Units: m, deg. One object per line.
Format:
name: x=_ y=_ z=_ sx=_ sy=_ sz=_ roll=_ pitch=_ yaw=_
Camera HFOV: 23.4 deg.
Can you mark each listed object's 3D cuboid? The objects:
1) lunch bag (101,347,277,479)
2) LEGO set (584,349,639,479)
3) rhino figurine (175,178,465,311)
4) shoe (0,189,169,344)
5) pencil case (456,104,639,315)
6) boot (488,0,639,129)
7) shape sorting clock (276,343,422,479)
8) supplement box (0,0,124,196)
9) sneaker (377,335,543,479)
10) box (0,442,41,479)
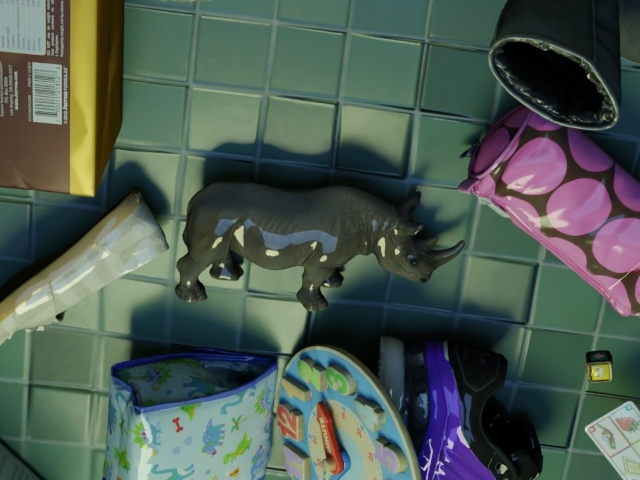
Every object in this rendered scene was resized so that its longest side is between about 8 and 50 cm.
lunch bag: x=-0.112 y=0.169 z=1.379 sx=0.151 sy=0.096 sz=0.129 roll=-7 pitch=120 yaw=-26
LEGO set: x=0.332 y=0.169 z=1.308 sx=0.182 sy=0.060 sz=0.244 roll=-34 pitch=105 yaw=17
rhino figurine: x=0.000 y=0.000 z=1.298 sx=0.243 sy=0.073 sz=0.106 roll=2 pitch=120 yaw=0
shoe: x=-0.223 y=0.042 z=1.328 sx=0.219 sy=0.076 sz=0.058 roll=-36 pitch=105 yaw=17
pencil case: x=0.215 y=-0.021 z=1.266 sx=0.209 sy=0.095 sz=0.098 roll=38 pitch=78 yaw=-13
boot: x=0.210 y=-0.144 z=1.136 sx=0.189 sy=0.208 sz=0.076 roll=21 pitch=117 yaw=-7
shape sorting clock: x=0.021 y=0.190 z=1.338 sx=0.040 sy=0.206 sz=0.206 roll=-15 pitch=121 yaw=-28
supplement box: x=-0.258 y=-0.153 z=1.199 sx=0.194 sy=0.129 sz=0.191 roll=6 pitch=120 yaw=0
sneaker: x=0.127 y=0.221 z=1.385 sx=0.146 sy=0.102 sz=0.293 roll=-3 pitch=117 yaw=4
box: x=-0.346 y=0.301 z=1.406 sx=0.182 sy=0.181 sz=0.119 roll=-37 pitch=109 yaw=19
